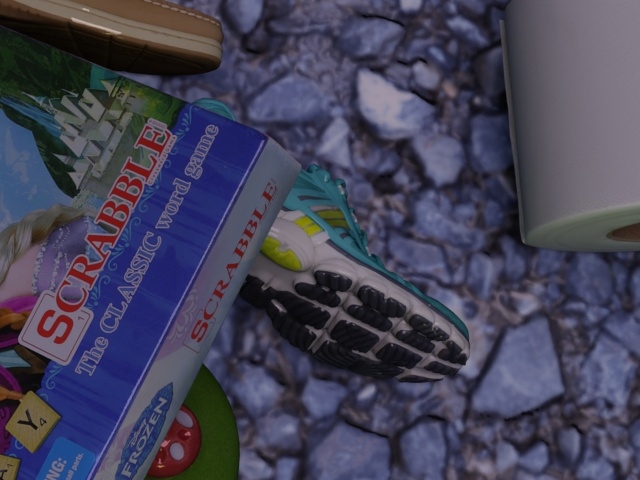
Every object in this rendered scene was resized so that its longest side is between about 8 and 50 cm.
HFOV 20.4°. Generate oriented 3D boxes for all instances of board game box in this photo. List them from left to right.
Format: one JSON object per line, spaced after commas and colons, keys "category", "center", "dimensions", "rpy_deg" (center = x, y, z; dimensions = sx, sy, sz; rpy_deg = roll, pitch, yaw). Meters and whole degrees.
{"category": "board game box", "center": [-0.221, 0.028, 1.113], "dimensions": [0.318, 0.066, 0.318], "rpy_deg": [23, 81, 25]}

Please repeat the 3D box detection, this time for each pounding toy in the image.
{"category": "pounding toy", "center": [-0.146, 0.101, 1.164], "dimensions": [0.183, 0.110, 0.236], "rpy_deg": [-11, 69, -12]}

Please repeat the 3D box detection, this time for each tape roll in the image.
{"category": "tape roll", "center": [0.255, -0.091, 1.236], "dimensions": [0.246, 0.246, 0.169], "rpy_deg": [-3, 81, -12]}

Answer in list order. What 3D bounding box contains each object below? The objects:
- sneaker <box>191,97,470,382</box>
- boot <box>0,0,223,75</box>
{"category": "sneaker", "center": [0.000, 0.000, 1.240], "dimensions": [0.275, 0.107, 0.110], "rpy_deg": [37, 50, -13]}
{"category": "boot", "center": [-0.175, -0.235, 1.249], "dimensions": [0.262, 0.095, 0.203], "rpy_deg": [16, 77, -4]}
